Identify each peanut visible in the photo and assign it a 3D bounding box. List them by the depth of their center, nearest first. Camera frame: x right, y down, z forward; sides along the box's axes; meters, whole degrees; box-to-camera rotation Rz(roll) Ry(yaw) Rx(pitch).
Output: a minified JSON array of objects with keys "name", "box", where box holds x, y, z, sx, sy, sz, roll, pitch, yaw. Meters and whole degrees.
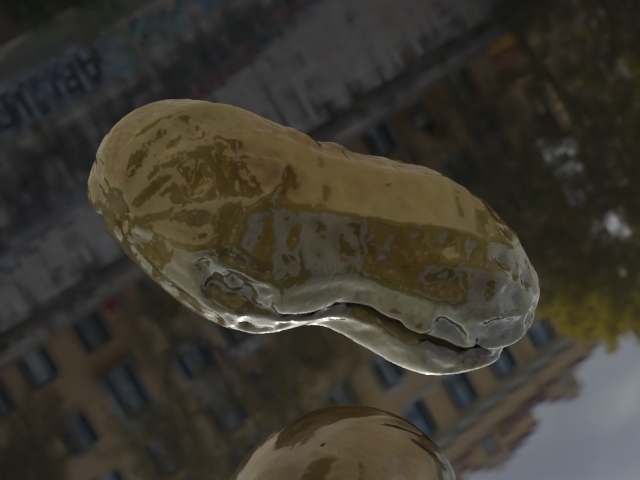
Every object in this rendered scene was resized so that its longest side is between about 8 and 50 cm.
[{"name":"peanut","box":[0.000,0.000,1.119,0.130,0.290,0.130,-165,-90,-74]}]

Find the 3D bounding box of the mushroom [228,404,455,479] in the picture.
[{"name":"mushroom","box":[0.050,0.202,0.925,0.243,0.243,0.243,-29,-172,5]}]
